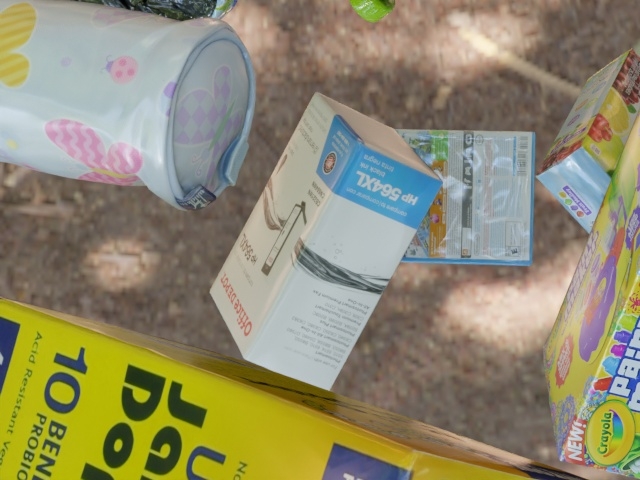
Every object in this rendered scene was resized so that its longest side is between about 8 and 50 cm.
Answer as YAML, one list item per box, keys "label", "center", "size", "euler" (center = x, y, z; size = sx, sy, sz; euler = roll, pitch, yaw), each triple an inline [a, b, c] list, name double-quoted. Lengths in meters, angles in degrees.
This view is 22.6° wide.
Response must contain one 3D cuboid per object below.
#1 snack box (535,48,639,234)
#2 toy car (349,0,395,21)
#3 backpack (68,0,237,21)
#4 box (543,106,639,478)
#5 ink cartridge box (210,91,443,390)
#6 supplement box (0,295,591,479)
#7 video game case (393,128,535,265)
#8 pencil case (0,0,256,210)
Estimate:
- label: "snack box"
  center: [0.320, -0.069, 1.599]
  size: [0.174, 0.207, 0.070]
  euler: [47, 131, -9]
- label: "toy car"
  center: [0.045, -0.336, 1.608]
  size: [0.155, 0.149, 0.188]
  euler: [-33, 142, 31]
- label: "backpack"
  center: [-0.214, -0.377, 1.723]
  size: [0.290, 0.273, 0.355]
  euler: [-22, 105, 39]
- label: "box"
  center: [0.373, 0.058, 1.381]
  size: [0.279, 0.177, 0.290]
  euler: [13, 120, -5]
- label: "ink cartridge box"
  center: [0.000, 0.000, 1.324]
  size: [0.086, 0.148, 0.203]
  euler: [24, 103, -23]
- label: "supplement box"
  center: [-0.042, 0.170, 0.854]
  size: [0.356, 0.194, 0.195]
  euler: [13, 176, 45]
- label: "video game case"
  center: [0.107, -0.039, 1.427]
  size: [0.166, 0.119, 0.015]
  euler: [2, 178, 7]
- label: "pencil case"
  center: [-0.175, -0.095, 0.968]
  size: [0.273, 0.113, 0.124]
  euler: [13, 172, 18]
